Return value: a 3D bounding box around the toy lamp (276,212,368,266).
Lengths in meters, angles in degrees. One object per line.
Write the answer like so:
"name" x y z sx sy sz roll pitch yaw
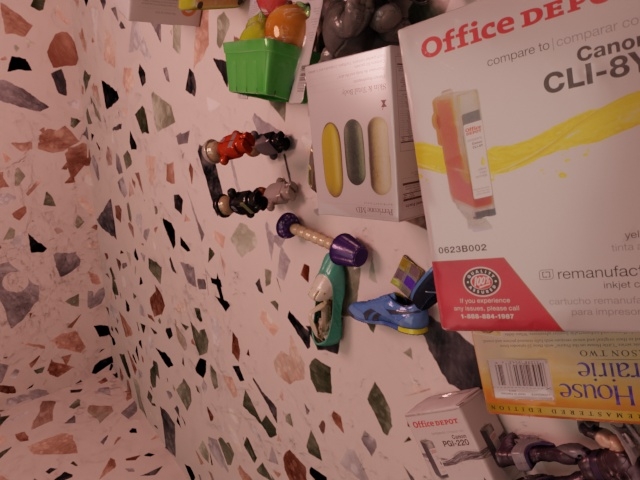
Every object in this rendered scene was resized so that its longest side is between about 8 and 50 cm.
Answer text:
"toy lamp" 0.000 0.000 1.150 0.275 0.080 0.080 21 118 46

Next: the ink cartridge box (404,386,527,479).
"ink cartridge box" 0.285 0.413 0.937 0.159 0.092 0.217 -37 72 49

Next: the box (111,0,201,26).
"box" -0.431 -0.786 1.292 0.168 0.215 0.345 48 134 29

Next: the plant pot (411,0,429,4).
"plant pot" 0.122 -0.508 0.708 0.188 0.188 0.166 126 160 -70

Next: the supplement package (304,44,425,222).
"supplement package" 0.119 -0.184 0.846 0.199 0.198 0.262 9 110 48

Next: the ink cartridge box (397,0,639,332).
"ink cartridge box" 0.271 -0.096 0.580 0.279 0.160 0.384 -6 96 34

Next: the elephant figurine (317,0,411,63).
"elephant figurine" 0.072 -0.464 0.869 0.169 0.186 0.239 106 156 -82

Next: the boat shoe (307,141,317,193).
"boat shoe" 0.029 -0.223 1.014 0.091 0.109 0.304 32 129 34

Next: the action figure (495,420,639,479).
"action figure" 0.420 0.353 0.756 0.285 0.099 0.185 -32 70 46

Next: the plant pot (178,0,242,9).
"plant pot" -0.298 -0.685 1.153 0.207 0.227 0.228 38 131 16

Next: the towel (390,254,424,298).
"towel" 0.181 0.076 1.010 0.060 0.009 0.083 45 133 30

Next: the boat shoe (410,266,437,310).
"boat shoe" 0.252 0.060 0.846 0.089 0.109 0.258 53 139 20

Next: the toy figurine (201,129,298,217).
"toy figurine" -0.174 -0.167 1.193 0.148 0.210 0.212 -6 102 34

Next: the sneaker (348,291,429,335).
"sneaker" 0.143 0.142 1.035 0.209 0.069 0.082 5 103 48

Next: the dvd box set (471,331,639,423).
"dvd box set" 0.358 0.049 0.689 0.308 0.062 0.419 -11 94 36

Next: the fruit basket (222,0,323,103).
"fruit basket" -0.078 -0.478 1.043 0.327 0.166 0.352 25 102 52

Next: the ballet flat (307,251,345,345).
"ballet flat" 0.012 0.154 1.179 0.083 0.087 0.247 20 117 46
